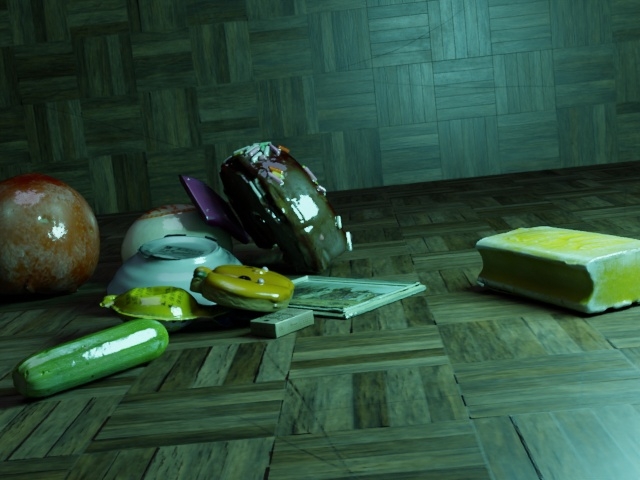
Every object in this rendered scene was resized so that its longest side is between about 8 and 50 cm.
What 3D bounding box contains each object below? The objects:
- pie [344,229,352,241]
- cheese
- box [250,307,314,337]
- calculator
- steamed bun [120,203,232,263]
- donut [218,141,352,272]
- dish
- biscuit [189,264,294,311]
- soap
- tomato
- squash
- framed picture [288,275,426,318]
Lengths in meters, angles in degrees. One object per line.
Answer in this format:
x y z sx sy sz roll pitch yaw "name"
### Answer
0.000 0.000 2.174 0.154 0.036 0.154 -5 10 1 "pie"
-0.213 0.107 1.526 0.250 0.064 0.156 3 9 -3 "cheese"
-0.056 0.121 1.453 0.053 0.024 0.083 1 10 40 "box"
-0.210 -0.064 1.995 0.034 0.126 0.190 -40 -27 9 "calculator"
-0.299 -0.003 2.034 0.232 0.145 0.232 -6 9 1 "steamed bun"
-0.085 -0.079 1.975 0.136 0.259 0.345 -33 16 -16 "donut"
-0.248 0.045 1.741 0.260 0.085 0.260 -1 18 0 "dish"
-0.121 0.064 1.540 0.170 0.050 0.170 10 10 -2 "biscuit"
0.377 0.039 1.485 0.173 0.089 0.274 -9 10 -24 "soap"
-0.565 -0.011 1.939 0.265 0.264 0.265 -6 9 1 "tomato"
-0.292 0.152 1.288 0.066 0.066 0.229 2 13 43 "squash"
0.007 0.090 1.641 0.274 0.017 0.217 1 11 40 "framed picture"
